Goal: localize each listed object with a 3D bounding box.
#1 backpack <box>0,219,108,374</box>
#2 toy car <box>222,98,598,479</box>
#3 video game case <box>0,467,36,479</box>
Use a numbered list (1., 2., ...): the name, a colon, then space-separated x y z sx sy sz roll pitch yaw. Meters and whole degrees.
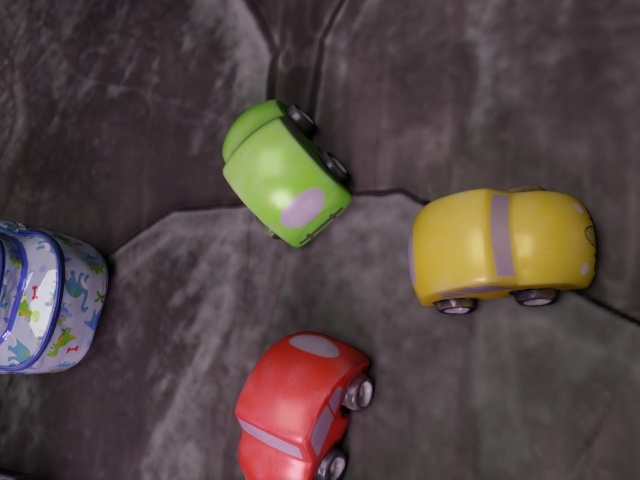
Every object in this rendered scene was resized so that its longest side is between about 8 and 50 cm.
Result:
1. backpack: -0.208 0.038 0.556 0.114 0.084 0.104 8 82 28
2. toy car: 0.000 0.000 0.468 0.239 0.053 0.225 -42 61 13
3. video game case: -0.284 0.271 0.522 0.196 0.026 0.274 4 81 25
